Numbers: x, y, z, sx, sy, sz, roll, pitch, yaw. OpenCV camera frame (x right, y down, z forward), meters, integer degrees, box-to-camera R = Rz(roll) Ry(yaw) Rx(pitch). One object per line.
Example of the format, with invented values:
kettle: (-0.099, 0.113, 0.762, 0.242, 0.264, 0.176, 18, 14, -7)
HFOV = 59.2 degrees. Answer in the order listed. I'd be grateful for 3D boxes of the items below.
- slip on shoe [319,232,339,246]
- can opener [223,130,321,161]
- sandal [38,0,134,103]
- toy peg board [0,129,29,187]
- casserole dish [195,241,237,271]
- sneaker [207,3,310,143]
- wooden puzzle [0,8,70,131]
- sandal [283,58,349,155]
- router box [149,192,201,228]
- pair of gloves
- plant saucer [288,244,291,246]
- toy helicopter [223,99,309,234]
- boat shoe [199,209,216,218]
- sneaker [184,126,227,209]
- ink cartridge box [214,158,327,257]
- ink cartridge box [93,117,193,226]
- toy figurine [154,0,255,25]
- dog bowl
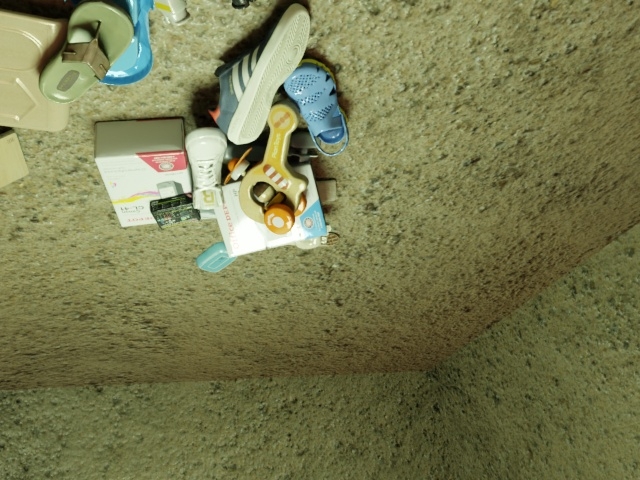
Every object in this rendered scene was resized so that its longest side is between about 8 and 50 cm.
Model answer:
slip on shoe: (0.000, 0.000, 2.095, 0.135, 0.052, 0.041, -11, -170, -16)
can opener: (-0.138, -0.272, 1.589, 0.283, 0.076, 0.095, 1, 115, -19)
sandal: (-0.472, -0.363, 1.141, 0.120, 0.086, 0.302, 17, 139, -39)
toy peg board: (-0.845, -0.206, 1.414, 0.160, 0.079, 0.161, -38, 164, -31)
casserole dish: (-0.378, 0.067, 2.079, 0.188, 0.037, 0.114, -34, 143, 32)
sneaker: (-0.159, -0.403, 1.307, 0.350, 0.148, 0.131, -56, 161, 23)
wooden puzzle: (-0.719, -0.377, 1.196, 0.347, 0.081, 0.322, -1, 148, -26)
sandal: (0.002, -0.331, 1.452, 0.126, 0.138, 0.317, -19, 147, 17)
router box: (-0.403, -0.081, 1.571, 0.122, 0.038, 0.092, -12, 150, -4)
pair of gloves: (-0.051, -0.083, 1.811, 0.204, 0.042, 0.240, 1, 111, -22)
plant saucer: (-0.125, -0.015, 1.943, 0.198, 0.036, 0.198, 4, -169, -1)
toy helicopter: (-0.138, -0.203, 1.485, 0.234, 0.140, 0.355, 20, 123, 7)
boat shoe: (-0.363, -0.110, 1.769, 0.226, 0.083, 0.075, 1, 178, -26)
sneaker: (-0.287, -0.170, 1.460, 0.107, 0.169, 0.292, -8, 169, -10)
ink cartridge box: (-0.153, -0.100, 1.684, 0.307, 0.129, 0.223, -13, 110, 3)
ink cartridge box: (-0.469, -0.181, 1.546, 0.225, 0.131, 0.306, -7, 148, -9)
toy figurine: (-0.222, -0.510, 1.010, 0.209, 0.213, 0.148, -12, 140, 5)
dog bowl: (-0.429, -0.456, 1.159, 0.165, 0.074, 0.297, -1, 147, -18)
